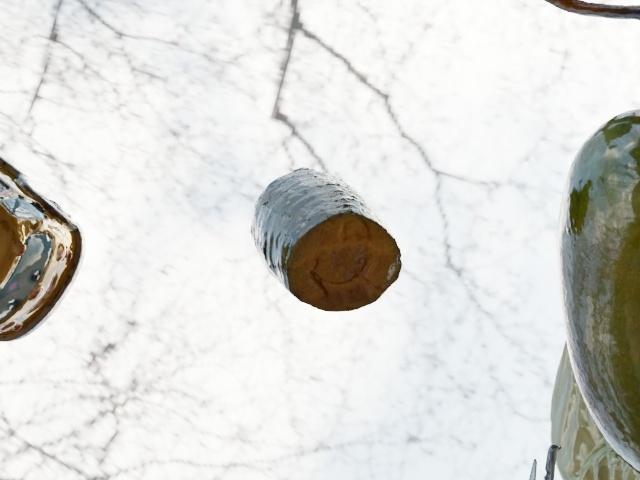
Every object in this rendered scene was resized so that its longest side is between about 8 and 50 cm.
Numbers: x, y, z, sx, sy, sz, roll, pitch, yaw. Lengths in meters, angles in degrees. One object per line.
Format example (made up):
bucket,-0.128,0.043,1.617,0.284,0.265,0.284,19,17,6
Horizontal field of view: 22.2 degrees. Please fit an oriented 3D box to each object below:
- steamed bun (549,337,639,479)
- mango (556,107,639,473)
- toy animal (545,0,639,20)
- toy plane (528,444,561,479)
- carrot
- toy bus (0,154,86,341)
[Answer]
steamed bun,0.341,0.164,1.158,0.247,0.352,0.339,-5,-94,-30
mango,0.202,0.037,0.924,0.146,0.129,0.289,-66,-36,-47
toy animal,0.122,-0.273,1.255,0.225,0.302,0.284,-47,-70,-20
toy plane,0.105,0.142,0.805,0.031,0.083,0.078,14,-72,0
carrot,0.000,0.000,1.049,0.082,0.173,0.082,-2,-76,-8
toy bus,-0.296,-0.017,1.262,0.126,0.209,0.136,-53,-11,3
